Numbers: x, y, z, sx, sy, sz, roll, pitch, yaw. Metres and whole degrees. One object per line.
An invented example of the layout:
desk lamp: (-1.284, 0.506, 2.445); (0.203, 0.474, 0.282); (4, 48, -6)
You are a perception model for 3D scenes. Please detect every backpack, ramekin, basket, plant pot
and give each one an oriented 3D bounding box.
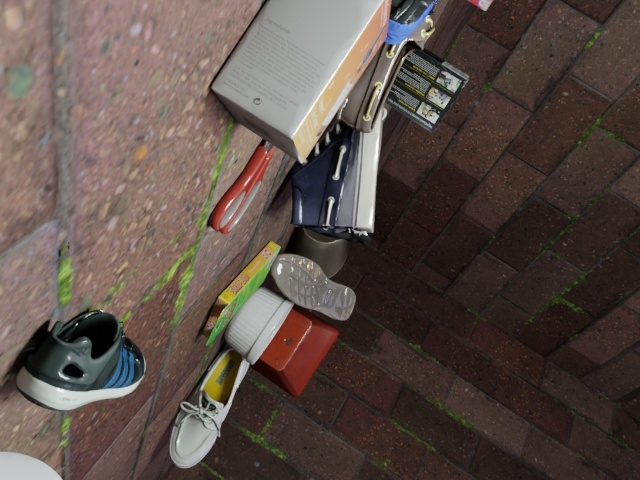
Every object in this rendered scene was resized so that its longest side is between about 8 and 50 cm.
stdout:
backpack: (0.109, -0.329, 0.834); (0.120, 0.098, 0.101); (-56, 179, -18)
ramekin: (-0.171, 0.221, 1.643); (0.207, 0.109, 0.207); (-57, 176, -6)
basket: (0.000, 0.000, 1.699); (0.204, 0.154, 0.227); (-36, 163, -20)
plant pot: (-0.128, 0.315, 1.958); (0.267, 0.267, 0.235); (-56, 164, -11)

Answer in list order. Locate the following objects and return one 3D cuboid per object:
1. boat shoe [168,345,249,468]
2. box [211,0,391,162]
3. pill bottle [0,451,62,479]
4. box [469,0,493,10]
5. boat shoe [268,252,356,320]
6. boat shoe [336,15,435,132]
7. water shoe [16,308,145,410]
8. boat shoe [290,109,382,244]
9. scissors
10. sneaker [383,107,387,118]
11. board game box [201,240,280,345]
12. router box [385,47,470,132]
boat shoe: (-0.307, 0.456, 1.679); (0.367, 0.136, 0.156); (-59, 176, -15)
box: (-0.013, -0.180, 0.604); (0.170, 0.091, 0.130); (-56, 176, 0)
pill bottle: (-0.316, 0.300, 0.529); (0.221, 0.124, 0.124); (-58, 175, 7)
box: (0.385, -0.653, 1.316); (0.122, 0.128, 0.256); (-52, 174, -50)
boat shoe: (-0.039, 0.126, 1.644); (0.324, 0.117, 0.123); (39, 73, -41)
boat shoe: (0.123, -0.329, 0.979); (0.324, 0.097, 0.116); (-57, 175, 8)
water shoe: (-0.216, 0.112, 0.610); (0.080, 0.073, 0.203); (-59, 176, 2)
boat shoe: (0.029, -0.167, 1.114); (0.127, 0.158, 0.340); (44, 51, -81)
scissors: (-0.070, -0.133, 0.831); (0.297, 0.021, 0.109); (-59, 173, 10)
sneaker: (0.140, -0.322, 1.669); (0.109, 0.040, 0.044); (-61, 159, 7)
board game box: (-0.173, 0.111, 1.312); (0.124, 0.039, 0.259); (-61, 177, 37)
router box: (0.199, -0.331, 1.271); (0.133, 0.179, 0.046); (-58, 173, 31)
